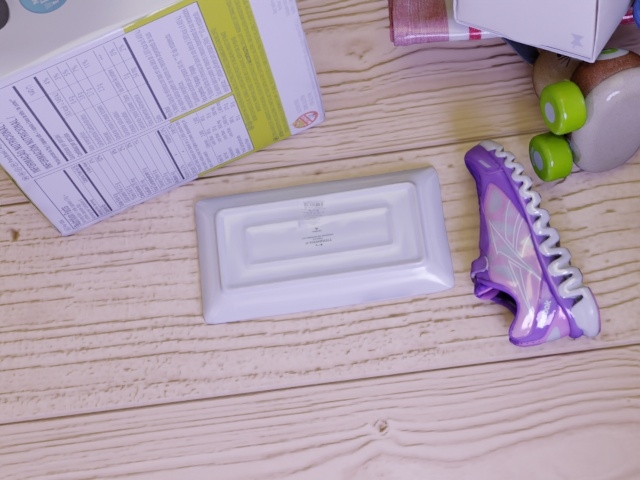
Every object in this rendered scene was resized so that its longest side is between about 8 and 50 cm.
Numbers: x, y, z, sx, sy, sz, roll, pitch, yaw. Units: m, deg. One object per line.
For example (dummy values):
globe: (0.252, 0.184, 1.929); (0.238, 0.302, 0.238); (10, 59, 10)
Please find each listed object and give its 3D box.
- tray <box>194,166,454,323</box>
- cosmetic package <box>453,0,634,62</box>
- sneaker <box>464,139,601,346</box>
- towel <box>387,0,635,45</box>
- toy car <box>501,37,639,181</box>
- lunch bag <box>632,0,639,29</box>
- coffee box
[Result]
tray: (0.000, 0.000, 1.364); (0.270, 0.030, 0.145); (-8, 68, 3)
cosmetic package: (0.276, -0.336, 1.325); (0.160, 0.113, 0.309); (21, 53, 23)
sneaker: (0.193, 0.009, 1.310); (0.104, 0.095, 0.236); (-26, 70, 5)
towel: (0.234, -0.308, 1.400); (0.328, 0.037, 0.237); (-5, 47, 4)
toy car: (0.274, -0.179, 1.349); (0.155, 0.149, 0.188); (-16, 56, -13)
lunch bag: (0.482, -0.250, 1.252); (0.303, 0.115, 0.243); (28, 63, 14)
coffee box: (-0.226, -0.264, 1.322); (0.334, 0.338, 0.338); (-25, 69, -2)
